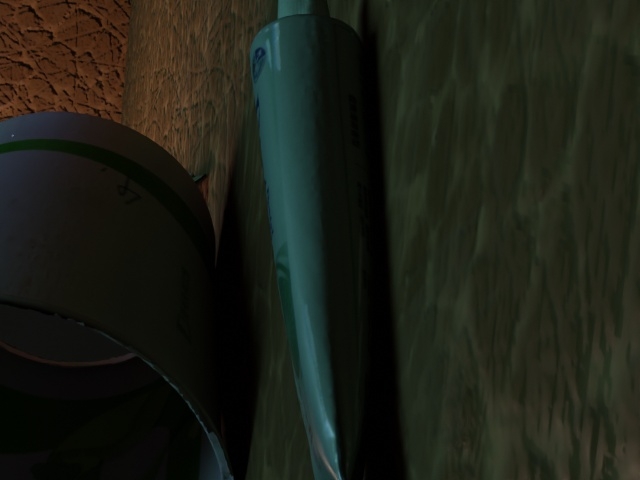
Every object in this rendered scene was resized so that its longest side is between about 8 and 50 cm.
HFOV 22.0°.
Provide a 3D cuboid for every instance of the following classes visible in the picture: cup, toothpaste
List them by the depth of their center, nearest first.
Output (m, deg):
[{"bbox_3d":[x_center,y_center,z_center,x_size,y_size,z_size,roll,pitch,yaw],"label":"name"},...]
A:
[{"bbox_3d":[0.000,0.000,0.547,0.064,0.041,0.218,89,177,-58],"label":"toothpaste"},{"bbox_3d":[-0.166,0.067,0.941,0.274,0.253,0.253,-88,8,-58],"label":"cup"}]

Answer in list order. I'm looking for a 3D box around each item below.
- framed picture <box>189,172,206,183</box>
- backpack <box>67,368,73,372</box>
[{"bbox_3d":[-0.190,0.018,1.267,0.016,0.216,0.273,56,169,-3],"label":"framed picture"},{"bbox_3d":[-0.180,0.161,1.182,0.229,0.139,0.229,47,152,35],"label":"backpack"}]
